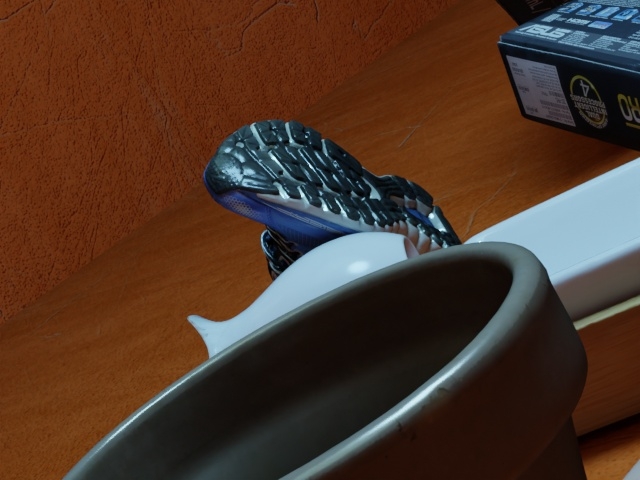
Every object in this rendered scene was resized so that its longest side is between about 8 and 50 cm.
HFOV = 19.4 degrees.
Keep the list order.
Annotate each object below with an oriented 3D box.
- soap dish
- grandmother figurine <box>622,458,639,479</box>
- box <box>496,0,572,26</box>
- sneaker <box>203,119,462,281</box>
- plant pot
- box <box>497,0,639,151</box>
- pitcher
[{"bbox_3d":[0.215,0.031,1.275,0.291,0.118,0.229,-24,12,23],"label":"soap dish"},{"bbox_3d":[0.262,0.035,0.936,0.342,0.104,0.208,-50,27,-7],"label":"grandmother figurine"},{"bbox_3d":[0.384,-0.417,1.941,0.472,0.297,0.480,-28,-19,15],"label":"box"},{"bbox_3d":[0.000,0.000,1.716,0.147,0.130,0.330,-43,-37,17],"label":"sneaker"},{"bbox_3d":[0.034,0.162,0.849,0.263,0.229,0.263,-28,10,6],"label":"plant pot"},{"bbox_3d":[0.385,-0.177,1.585,0.318,0.097,0.395,-30,24,-19],"label":"box"},{"bbox_3d":[0.001,0.094,1.590,0.207,0.125,0.178,-25,46,11],"label":"pitcher"}]
